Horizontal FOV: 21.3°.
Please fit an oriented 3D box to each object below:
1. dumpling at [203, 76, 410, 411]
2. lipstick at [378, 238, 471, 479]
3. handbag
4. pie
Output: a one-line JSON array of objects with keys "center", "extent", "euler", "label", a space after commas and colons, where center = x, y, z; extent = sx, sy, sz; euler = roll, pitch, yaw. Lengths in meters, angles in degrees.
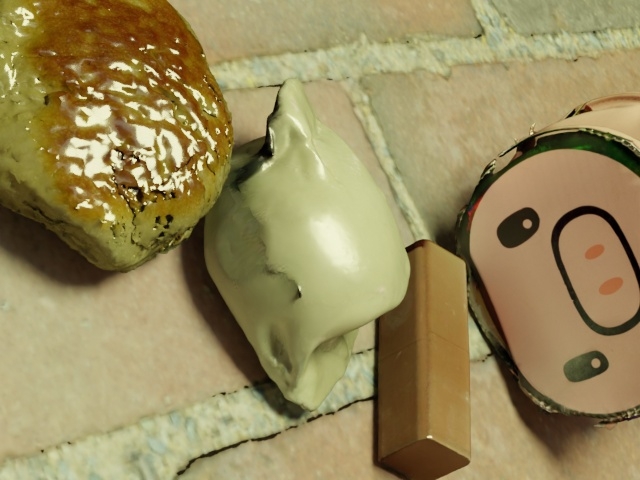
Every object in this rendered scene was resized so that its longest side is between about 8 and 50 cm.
[{"center": [-0.001, -0.001, 0.990], "extent": [0.176, 0.092, 0.150], "euler": [62, 24, 13], "label": "dumpling"}, {"center": [0.063, 0.072, 1.038], "extent": [0.045, 0.045, 0.145], "euler": [32, 43, -33], "label": "lipstick"}, {"center": [0.193, 0.008, 1.124], "extent": [0.116, 0.179, 0.205], "euler": [-15, 78, -59], "label": "handbag"}, {"center": [-0.120, -0.074, 0.915], "extent": [0.163, 0.079, 0.193], "euler": [7, 59, -41], "label": "pie"}]
